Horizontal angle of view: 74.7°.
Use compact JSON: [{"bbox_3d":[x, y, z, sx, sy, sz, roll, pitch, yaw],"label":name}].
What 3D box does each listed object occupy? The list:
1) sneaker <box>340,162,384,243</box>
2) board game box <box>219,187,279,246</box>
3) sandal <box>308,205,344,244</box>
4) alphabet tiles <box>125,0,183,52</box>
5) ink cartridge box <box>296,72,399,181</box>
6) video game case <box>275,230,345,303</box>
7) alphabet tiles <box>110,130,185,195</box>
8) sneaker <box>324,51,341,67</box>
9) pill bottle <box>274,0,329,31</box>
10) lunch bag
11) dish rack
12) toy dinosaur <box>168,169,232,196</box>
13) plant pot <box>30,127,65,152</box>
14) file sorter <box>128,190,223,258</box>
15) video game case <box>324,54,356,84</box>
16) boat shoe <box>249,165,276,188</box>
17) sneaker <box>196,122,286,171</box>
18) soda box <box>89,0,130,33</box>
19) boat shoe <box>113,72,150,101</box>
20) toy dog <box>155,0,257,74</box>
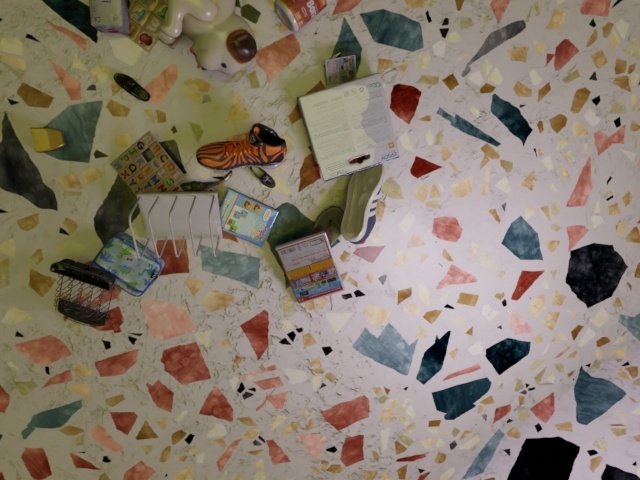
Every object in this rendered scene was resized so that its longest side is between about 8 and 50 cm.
[{"bbox_3d":[0.176,-0.146,1.674,0.131,0.148,0.349,15,78,26],"label":"sneaker"},{"bbox_3d":[-0.290,-0.087,1.618,0.212,0.039,0.160,25,97,-15],"label":"board game box"},{"bbox_3d":[0.000,0.002,1.675,0.120,0.086,0.302,36,93,-17],"label":"sandal"},{"bbox_3d":[-0.561,-0.830,1.408,0.285,0.011,0.342,34,94,-17],"label":"alphabet tiles"},{"bbox_3d":[0.109,-0.431,1.610,0.324,0.071,0.329,-19,107,-7],"label":"ink cartridge box"},{"bbox_3d":[-0.037,0.113,1.675,0.204,0.025,0.285,-18,118,4],"label":"video game case"},{"bbox_3d":[-0.602,-0.233,1.493,0.198,0.009,0.237,-34,101,15],"label":"alphabet tiles"},{"bbox_3d":[0.051,-0.669,1.568,0.083,0.031,0.035,-44,121,4],"label":"sneaker"},{"bbox_3d":[-0.045,-0.843,1.457,0.216,0.121,0.121,-41,107,0],"label":"pill bottle"},{"bbox_3d":[-0.708,0.093,1.546,0.219,0.090,0.176,39,97,-16],"label":"lunch bag"},{"bbox_3d":[-0.857,0.203,1.507,0.208,0.074,0.271,21,115,-6],"label":"dish rack"},{"bbox_3d":[-0.437,-0.179,1.539,0.269,0.064,0.118,-10,132,4],"label":"toy dinosaur"},{"bbox_3d":[-0.912,-0.340,1.412,0.083,0.081,0.081,-11,105,-22],"label":"plant pot"},{"bbox_3d":[-0.502,-0.049,1.471,0.278,0.173,0.192,-1,123,-5],"label":"file sorter"},{"bbox_3d":[0.076,-0.638,1.568,0.122,0.011,0.087,-16,121,-15],"label":"video game case"},{"bbox_3d":[-0.219,-0.246,1.598,0.046,0.038,0.125,-43,107,0],"label":"boat shoe"},{"bbox_3d":[-0.275,-0.338,1.479,0.322,0.180,0.124,-7,72,-17],"label":"sneaker"},{"bbox_3d":[-0.677,-0.821,1.332,0.098,0.091,0.286,-2,102,-10],"label":"soda box"},{"bbox_3d":[-0.650,-0.530,1.442,0.133,0.042,0.049,35,95,-15],"label":"boat shoe"},{"bbox_3d":[-0.359,-0.746,1.355,0.396,0.285,0.407,-31,113,-28],"label":"toy dog"}]
